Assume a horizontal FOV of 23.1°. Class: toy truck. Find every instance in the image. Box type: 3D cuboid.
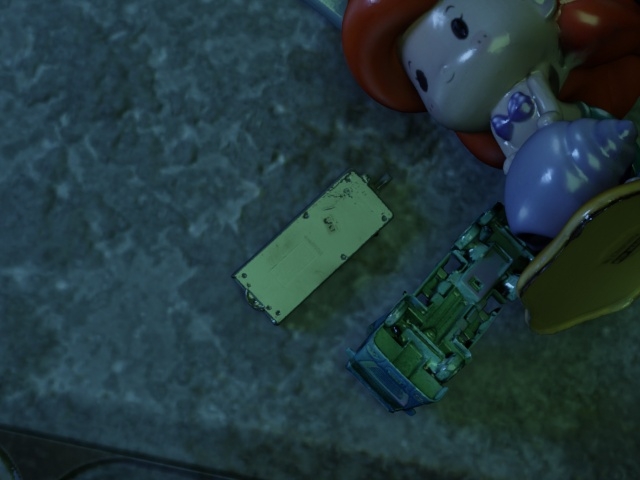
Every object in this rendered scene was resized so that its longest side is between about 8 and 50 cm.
[{"bbox_3d":[0.090,0.042,1.086,0.067,0.081,0.175,45,60,-4],"label":"toy truck"}]

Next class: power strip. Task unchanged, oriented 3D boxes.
[{"bbox_3d":[0.000,0.000,1.091,0.136,0.019,0.051,-44,91,-11],"label":"power strip"}]

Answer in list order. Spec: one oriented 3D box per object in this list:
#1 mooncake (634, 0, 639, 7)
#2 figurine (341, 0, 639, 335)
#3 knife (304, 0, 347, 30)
[{"bbox_3d":[0.395,-0.216,1.107,0.333,0.174,0.326,13,85,-12],"label":"mooncake"},{"bbox_3d":[0.144,-0.087,1.036,0.208,0.181,0.257,-22,63,-12],"label":"figurine"},{"bbox_3d":[0.001,-0.187,1.108,0.162,0.023,0.044,40,75,-4],"label":"knife"}]
